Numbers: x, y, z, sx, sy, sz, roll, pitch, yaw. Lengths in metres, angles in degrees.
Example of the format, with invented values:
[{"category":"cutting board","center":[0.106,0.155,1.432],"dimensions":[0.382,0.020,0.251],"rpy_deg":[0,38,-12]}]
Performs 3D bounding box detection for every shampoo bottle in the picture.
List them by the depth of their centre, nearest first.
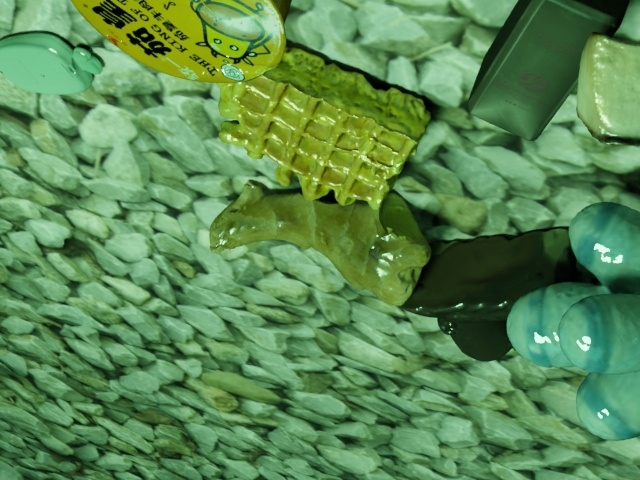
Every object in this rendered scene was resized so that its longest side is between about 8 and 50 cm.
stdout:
[{"category":"shampoo bottle","center":[0.211,-0.188,1.400],"dimensions":[0.080,0.079,0.246],"rpy_deg":[23,151,-3]}]

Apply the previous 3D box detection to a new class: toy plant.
[{"category":"toy plant","center":[0.349,0.080,1.564],"dimensions":[0.332,0.247,0.247],"rpy_deg":[-1,144,23]}]

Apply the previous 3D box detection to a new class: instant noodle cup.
[{"category":"instant noodle cup","center":[-0.104,-0.269,1.383],"dimensions":[0.215,0.172,0.216],"rpy_deg":[17,151,10]}]

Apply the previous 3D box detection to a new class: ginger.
[{"category":"ginger","center":[0.000,0.000,1.836],"dimensions":[0.294,0.086,0.131],"rpy_deg":[6,114,28]}]

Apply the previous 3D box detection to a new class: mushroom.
[{"category":"mushroom","center":[0.338,-0.172,1.309],"dimensions":[0.236,0.173,0.162],"rpy_deg":[3,-167,5]}]

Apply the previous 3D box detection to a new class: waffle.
[{"category":"waffle","center":[-0.012,-0.117,1.692],"dimensions":[0.229,0.057,0.219],"rpy_deg":[23,151,0]}]

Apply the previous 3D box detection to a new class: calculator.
[{"category":"calculator","center":[-0.317,-0.203,1.793],"dimensions":[0.153,0.021,0.095],"rpy_deg":[3,146,36]}]

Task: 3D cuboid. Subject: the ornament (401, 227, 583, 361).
[{"category":"ornament","center":[0.256,0.096,1.839],"dimensions":[0.251,0.106,0.260],"rpy_deg":[-6,146,44]}]
